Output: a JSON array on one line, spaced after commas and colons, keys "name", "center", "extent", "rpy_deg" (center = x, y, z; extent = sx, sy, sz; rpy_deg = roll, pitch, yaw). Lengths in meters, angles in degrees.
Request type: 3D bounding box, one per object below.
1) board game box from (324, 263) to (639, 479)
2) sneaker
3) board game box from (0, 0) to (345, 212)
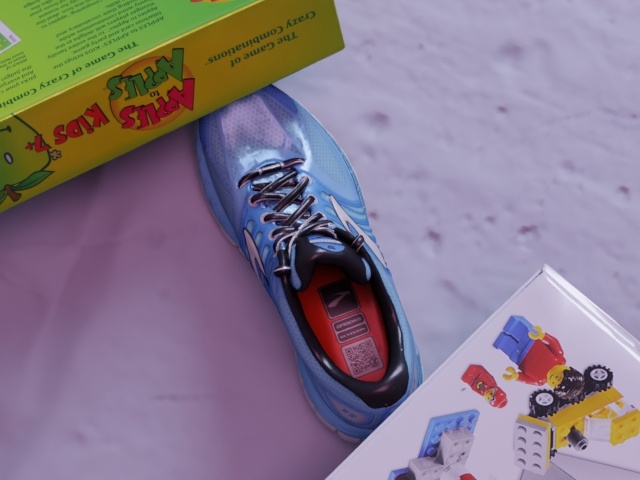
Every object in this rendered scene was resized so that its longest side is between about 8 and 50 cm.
[{"name": "board game box", "center": [0.042, 0.179, 0.432], "extent": [0.305, 0.053, 0.193], "rpy_deg": [-44, 62, -5]}, {"name": "sneaker", "center": [0.000, 0.000, 0.499], "extent": [0.063, 0.073, 0.162], "rpy_deg": [-26, 79, -8]}, {"name": "board game box", "center": [-0.093, -0.079, 0.504], "extent": [0.181, 0.043, 0.092], "rpy_deg": [-27, 51, -8]}]
